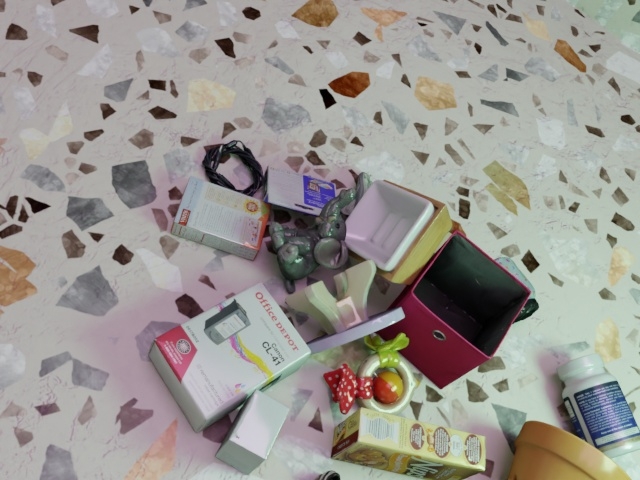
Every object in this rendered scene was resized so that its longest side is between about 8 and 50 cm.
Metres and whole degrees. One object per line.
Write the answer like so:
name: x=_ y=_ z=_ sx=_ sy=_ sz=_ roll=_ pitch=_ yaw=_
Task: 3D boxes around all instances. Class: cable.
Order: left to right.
cable: x=-0.240 y=-0.193 z=1.995 sx=0.150 sy=0.047 sz=0.184 roll=-18 pitch=71 yaw=-26

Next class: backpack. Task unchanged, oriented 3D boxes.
backpack: x=0.526 y=0.140 z=2.040 sx=0.152 sy=0.115 sz=0.182 roll=-7 pitch=57 yaw=-45

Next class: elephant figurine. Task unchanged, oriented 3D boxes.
elephant figurine: x=0.000 y=0.000 z=1.857 sx=0.239 sy=0.186 sz=0.169 roll=-18 pitch=68 yaw=-8

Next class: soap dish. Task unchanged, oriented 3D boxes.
soap dish: x=0.188 y=-0.023 z=1.853 sx=0.118 sy=0.291 sz=0.229 roll=36 pitch=88 yaw=-31

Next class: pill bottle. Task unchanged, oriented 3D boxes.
pill bottle: x=0.747 y=0.450 z=1.942 sx=0.153 sy=0.153 sz=0.264 roll=-7 pitch=65 yaw=-24

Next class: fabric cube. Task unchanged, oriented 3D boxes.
fabric cube: x=0.335 y=0.185 z=1.875 sx=0.254 sy=0.258 sz=0.259 roll=40 pitch=56 yaw=3

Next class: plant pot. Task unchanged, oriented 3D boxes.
plant pot: x=0.573 y=0.604 z=1.735 sx=0.291 sy=0.291 sz=0.203 roll=37 pitch=72 yaw=2

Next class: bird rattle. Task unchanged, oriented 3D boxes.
bird rattle: x=0.146 y=0.349 z=1.795 sx=0.207 sy=0.143 sz=0.253 roll=48 pitch=59 yaw=-10

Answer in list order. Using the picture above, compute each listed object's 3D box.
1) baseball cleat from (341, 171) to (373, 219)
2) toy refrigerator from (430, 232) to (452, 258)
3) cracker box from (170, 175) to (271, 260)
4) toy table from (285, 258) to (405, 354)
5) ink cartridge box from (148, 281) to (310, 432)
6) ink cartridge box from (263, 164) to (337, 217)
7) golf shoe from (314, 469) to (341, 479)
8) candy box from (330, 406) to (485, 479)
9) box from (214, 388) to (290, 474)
baseball cleat: x=0.104 y=-0.124 z=2.072 sx=0.072 sy=0.109 sz=0.206 roll=55 pitch=20 yaw=-28
toy refrigerator: x=0.266 y=-0.004 z=2.055 sx=0.269 sy=0.094 sz=0.102 roll=29 pitch=49 yaw=-4
cracker box: x=-0.260 y=-0.058 z=1.901 sx=0.232 sy=0.067 sz=0.155 roll=20 pitch=56 yaw=-10
toy table: x=0.053 y=0.163 z=1.771 sx=0.274 sy=0.252 sz=0.161 roll=-24 pitch=86 yaw=13
ink cartridge box: x=-0.214 y=0.269 z=1.698 sx=0.306 sy=0.131 sz=0.226 roll=-29 pitch=75 yaw=-30
ink cartridge box: x=-0.054 y=-0.117 z=1.977 sx=0.206 sy=0.045 sz=0.208 roll=15 pitch=31 yaw=-13
golf shoe: x=0.012 y=0.612 z=1.617 sx=0.067 sy=0.086 sz=0.186 roll=12 pitch=60 yaw=-16
candy box: x=0.205 y=0.489 z=1.698 sx=0.316 sy=0.183 sz=0.087 roll=16 pitch=58 yaw=-11
box: x=-0.153 y=0.429 z=1.604 sx=0.091 sy=0.170 sz=0.130 roll=31 pitch=57 yaw=-2
